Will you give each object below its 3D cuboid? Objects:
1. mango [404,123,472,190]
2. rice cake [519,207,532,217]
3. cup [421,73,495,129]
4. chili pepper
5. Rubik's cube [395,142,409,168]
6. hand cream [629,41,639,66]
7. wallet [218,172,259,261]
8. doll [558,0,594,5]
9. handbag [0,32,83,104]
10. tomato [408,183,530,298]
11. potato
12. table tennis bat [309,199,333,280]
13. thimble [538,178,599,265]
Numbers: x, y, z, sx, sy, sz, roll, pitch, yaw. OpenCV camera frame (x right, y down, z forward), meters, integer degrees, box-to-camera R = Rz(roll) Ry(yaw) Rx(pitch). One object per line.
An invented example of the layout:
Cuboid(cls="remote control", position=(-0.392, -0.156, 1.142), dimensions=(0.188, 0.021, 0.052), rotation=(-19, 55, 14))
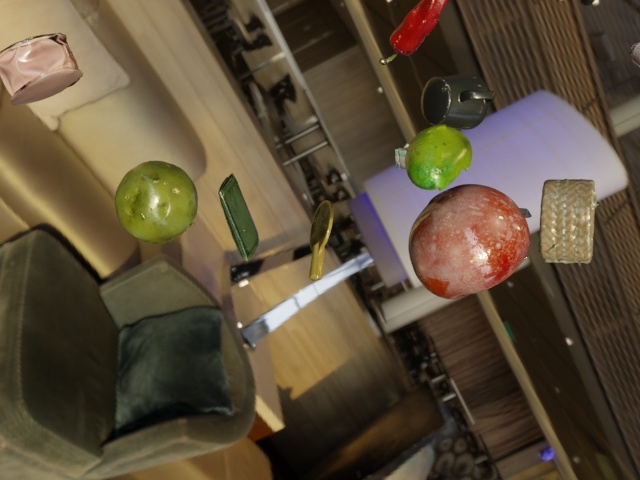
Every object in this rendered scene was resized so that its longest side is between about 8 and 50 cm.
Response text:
Cuboid(cls="mango", position=(0.219, -0.157, 1.237), dimensions=(0.100, 0.119, 0.178), rotation=(68, 31, -28))
Cuboid(cls="rice cake", position=(0.557, -0.097, 2.042), dimensions=(0.208, 0.033, 0.033), rotation=(13, -67, 43))
Cuboid(cls="cup", position=(0.420, -0.426, 1.983), dimensions=(0.223, 0.177, 0.169), rotation=(-177, -93, -65))
Cuboid(cls="chili pepper", position=(0.336, -0.753, 2.286), dimensions=(0.110, 0.387, 0.110), rotation=(17, 51, -22))
Cuboid(cls="Rubik's cube", position=(0.271, -0.256, 2.008), dimensions=(0.084, 0.073, 0.075), rotation=(33, -47, 39))
Cuboid(cls="hand cream", position=(0.734, -0.404, 1.447), dimensions=(0.053, 0.084, 0.142), rotation=(16, 25, -20))
Cuboid(cls="wallet", position=(-0.253, -0.070, 1.998), dimensions=(0.160, 0.055, 0.236), rotation=(-82, 154, -66))
Cuboid(cls="doll", position=(0.722, -0.734, 1.758), dimensions=(0.135, 0.143, 0.234), rotation=(28, -28, -17))
Cuboid(cls="handbag", position=(-0.686, -0.418, 1.597), dimensions=(0.179, 0.205, 0.116), rotation=(-32, 100, -56))
Cuboid(cls="tomato", position=(0.319, -0.005, 1.444), dimensions=(0.227, 0.270, 0.270), rotation=(55, 5, -1))
Cuboid(cls="potato", position=(-0.417, -0.098, 1.691), dimensions=(0.216, 0.216, 0.304), rotation=(63, -6, -10))
Cuboid(cls="table tennis bat", position=(0.000, 0.000, 2.493), dimensions=(0.198, 0.050, 0.320), rotation=(146, -45, -63))
Cuboid(cls="thimble", position=(0.687, -0.057, 1.819), dimensions=(0.196, 0.148, 0.229), rotation=(41, 55, -58))
